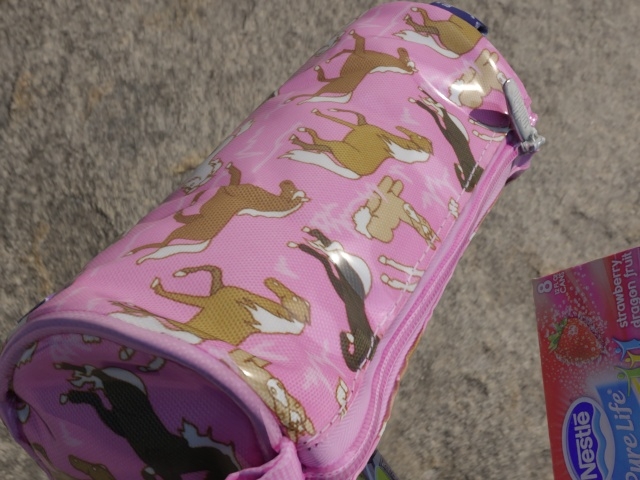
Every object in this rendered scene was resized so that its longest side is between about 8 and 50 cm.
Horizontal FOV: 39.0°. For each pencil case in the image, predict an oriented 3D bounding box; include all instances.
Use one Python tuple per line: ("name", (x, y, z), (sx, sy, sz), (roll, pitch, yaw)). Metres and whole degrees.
("pencil case", (0.000, 0.000, 0.498), (0.160, 0.167, 0.386), (46, 42, -7))

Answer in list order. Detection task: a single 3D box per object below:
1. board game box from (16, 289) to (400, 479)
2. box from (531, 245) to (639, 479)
("board game box", (-0.064, 0.152, 0.739), (0.347, 0.056, 0.208), (53, 36, -4))
("box", (0.277, 0.164, 0.704), (0.142, 0.154, 0.300), (21, 59, -40))
